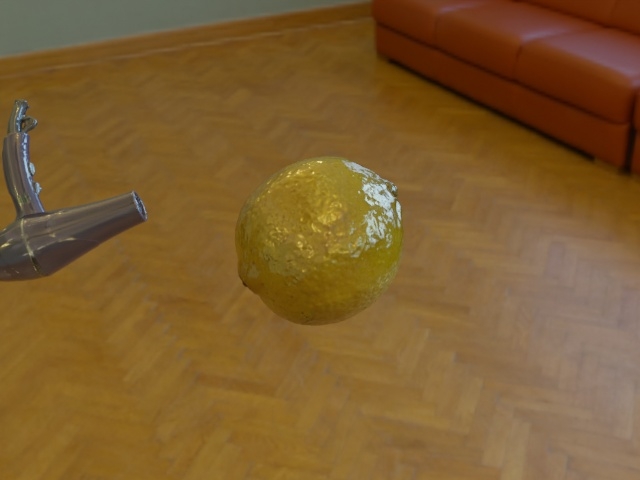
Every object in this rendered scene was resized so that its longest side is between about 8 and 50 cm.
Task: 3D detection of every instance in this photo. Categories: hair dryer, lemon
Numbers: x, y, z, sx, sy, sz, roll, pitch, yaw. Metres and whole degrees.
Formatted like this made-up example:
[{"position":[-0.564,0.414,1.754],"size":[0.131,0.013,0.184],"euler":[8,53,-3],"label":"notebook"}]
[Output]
[{"position":[-0.512,-0.118,1.606],"size":[0.301,0.121,0.361],"euler":[-22,74,0],"label":"hair dryer"},{"position":[-0.001,0.001,1.389],"size":[0.293,0.293,0.293],"euler":[-2,29,1],"label":"lemon"}]
